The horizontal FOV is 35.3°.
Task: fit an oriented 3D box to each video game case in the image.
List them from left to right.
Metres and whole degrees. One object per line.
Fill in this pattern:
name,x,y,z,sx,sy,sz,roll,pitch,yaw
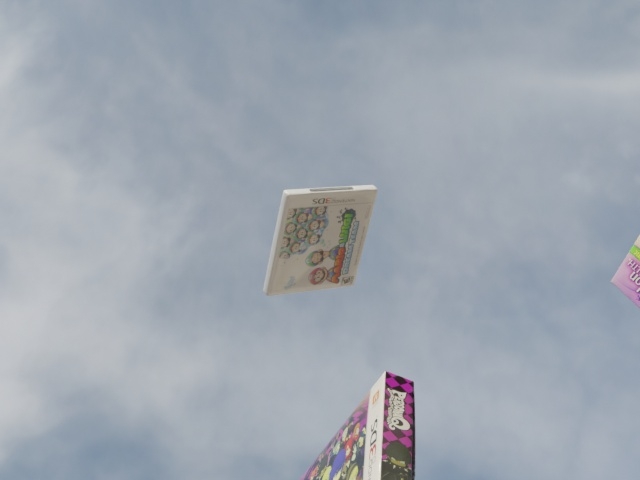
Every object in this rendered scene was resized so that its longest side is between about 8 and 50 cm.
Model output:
video game case,0.000,0.000,1.370,0.143,0.019,0.157,-5,-58,-32
video game case,0.025,0.281,1.023,0.041,0.210,0.232,23,-51,-12

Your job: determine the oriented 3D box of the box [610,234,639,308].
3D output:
box,0.540,0.023,1.316,0.117,0.213,0.243,13,-65,-32
